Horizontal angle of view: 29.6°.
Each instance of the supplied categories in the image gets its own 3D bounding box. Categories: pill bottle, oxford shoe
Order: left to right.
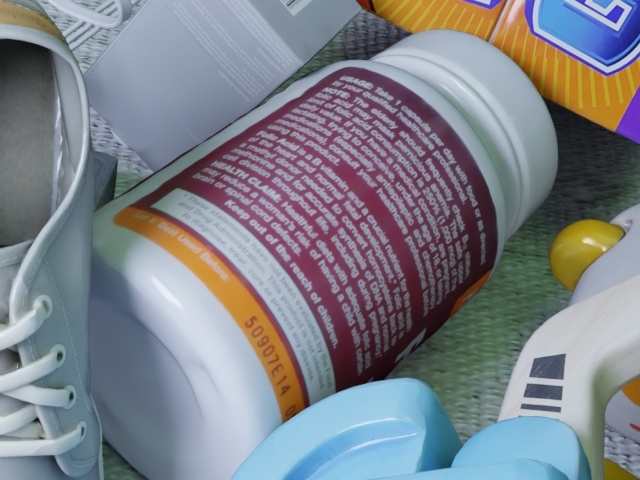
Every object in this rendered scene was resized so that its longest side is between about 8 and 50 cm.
[{"bbox_3d":[-0.202,0.069,0.707,0.169,0.449,0.130,-2,10,-25],"label":"oxford shoe"},{"bbox_3d":[0.000,0.000,0.927,0.224,0.224,0.392,39,52,18],"label":"pill bottle"}]

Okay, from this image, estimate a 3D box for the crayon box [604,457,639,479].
[{"bbox_3d":[0.226,0.292,0.830,0.202,0.081,0.318,31,49,13],"label":"crayon box"}]

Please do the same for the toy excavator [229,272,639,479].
[{"bbox_3d":[0.106,0.150,0.725,0.433,0.222,0.445,-14,32,25],"label":"toy excavator"}]

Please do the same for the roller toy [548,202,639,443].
[{"bbox_3d":[0.296,0.065,0.974,0.209,0.191,0.146,-5,38,35],"label":"roller toy"}]

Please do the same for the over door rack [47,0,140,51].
[{"bbox_3d":[-0.299,-0.242,1.060,0.324,0.108,0.239,14,42,30],"label":"over door rack"}]

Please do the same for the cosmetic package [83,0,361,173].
[{"bbox_3d":[-0.092,-0.159,1.016,0.127,0.238,0.107,49,52,-9],"label":"cosmetic package"}]

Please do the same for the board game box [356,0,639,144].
[{"bbox_3d":[0.252,-0.338,1.117,0.356,0.356,0.356,27,21,9],"label":"board game box"}]

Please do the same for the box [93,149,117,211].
[{"bbox_3d":[-0.283,0.002,0.959,0.183,0.056,0.231,17,49,-2],"label":"box"}]
